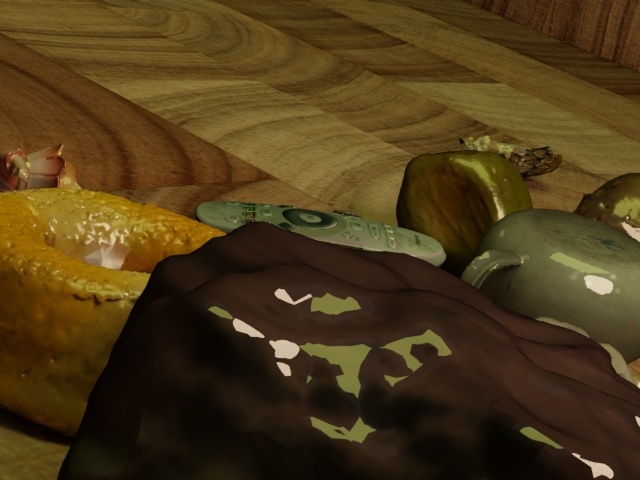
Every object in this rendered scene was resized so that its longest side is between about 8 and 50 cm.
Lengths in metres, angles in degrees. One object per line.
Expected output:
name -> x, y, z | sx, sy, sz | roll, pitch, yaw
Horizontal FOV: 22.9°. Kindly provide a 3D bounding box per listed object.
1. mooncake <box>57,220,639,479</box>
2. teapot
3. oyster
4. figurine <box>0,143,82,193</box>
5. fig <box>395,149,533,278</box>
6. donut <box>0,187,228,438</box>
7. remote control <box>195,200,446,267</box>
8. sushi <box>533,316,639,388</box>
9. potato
mooncake -> 0.049, 0.134, 0.976 | 0.381, 0.212, 0.350 | 22, 12, 9
teapot -> 0.235, 0.053, 1.504 | 0.294, 0.129, 0.193 | -1, 25, -40
oyster -> 0.254, -0.109, 2.129 | 0.148, 0.051, 0.103 | 1, 21, 2
figurine -> -0.307, -0.051, 1.386 | 0.195, 0.111, 0.102 | 12, 35, -24
fig -> 0.156, -0.026, 1.667 | 0.154, 0.144, 0.165 | 50, 0, -43
donut -> -0.161, 0.043, 1.195 | 0.303, 0.110, 0.303 | 15, 17, -5
remote control -> 0.000, -0.002, 1.587 | 0.256, 0.045, 0.097 | 12, 18, -5
sushi -> 0.249, 0.158, 1.182 | 0.332, 0.130, 0.124 | 20, 18, 6
potato -> 0.412, 0.001, 1.799 | 0.296, 0.141, 0.191 | 8, 36, -27
